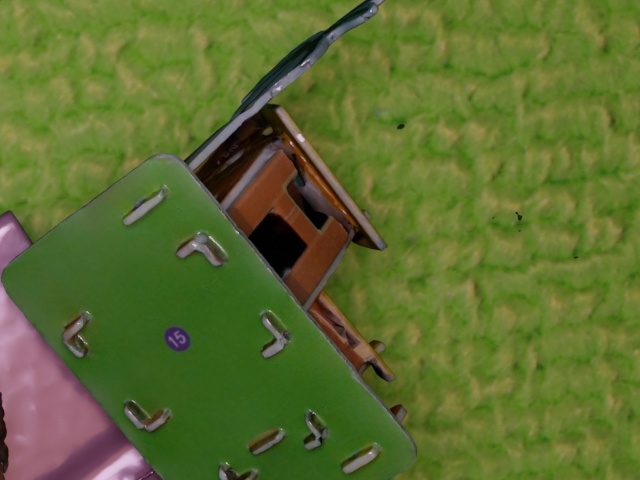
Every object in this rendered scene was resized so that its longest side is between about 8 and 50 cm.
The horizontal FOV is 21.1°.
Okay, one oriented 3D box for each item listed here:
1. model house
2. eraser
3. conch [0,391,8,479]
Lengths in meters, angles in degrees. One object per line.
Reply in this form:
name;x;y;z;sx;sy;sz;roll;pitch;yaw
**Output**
model house;0.000;0.000;1.379;0.340;0.323;0.300;-34;102;29
eraser;-0.330;0.181;1.401;0.359;0.122;0.272;-38;98;-13
conch;-0.279;0.223;1.315;0.080;0.086;0.233;-12;108;-54
